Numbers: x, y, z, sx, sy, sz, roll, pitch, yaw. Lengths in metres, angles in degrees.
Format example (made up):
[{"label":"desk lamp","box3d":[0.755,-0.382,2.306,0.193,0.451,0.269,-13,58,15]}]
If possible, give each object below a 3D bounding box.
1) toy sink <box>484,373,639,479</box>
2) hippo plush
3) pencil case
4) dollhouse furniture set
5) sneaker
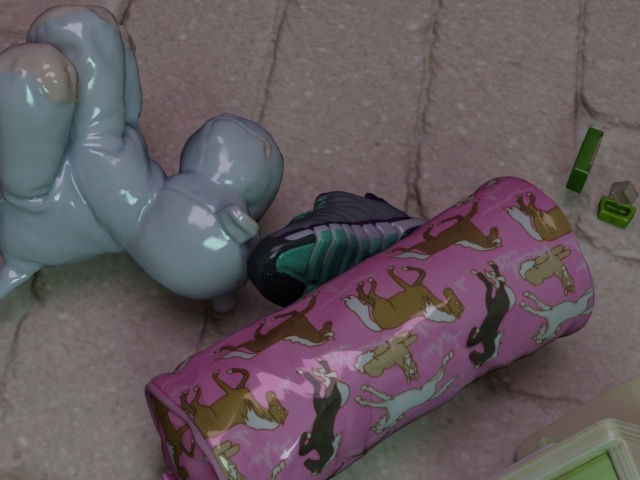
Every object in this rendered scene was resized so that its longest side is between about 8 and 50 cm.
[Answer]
[{"label":"toy sink","box3d":[0.206,0.219,0.870,0.131,0.152,0.234,21,44,-43]},{"label":"hippo plush","box3d":[-0.156,-0.055,1.005,0.236,0.234,0.294,17,55,8]},{"label":"pencil case","box3d":[0.042,0.093,0.958,0.386,0.167,0.160,-29,35,-22]},{"label":"dollhouse furniture set","box3d":[0.320,-0.051,1.142,0.151,0.076,0.059,22,57,11]},{"label":"sneaker","box3d":[0.000,0.000,1.051,0.223,0.083,0.098,-6,37,-48]}]
